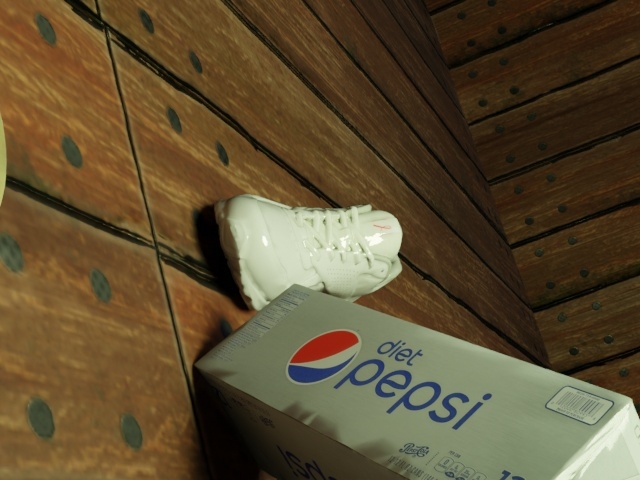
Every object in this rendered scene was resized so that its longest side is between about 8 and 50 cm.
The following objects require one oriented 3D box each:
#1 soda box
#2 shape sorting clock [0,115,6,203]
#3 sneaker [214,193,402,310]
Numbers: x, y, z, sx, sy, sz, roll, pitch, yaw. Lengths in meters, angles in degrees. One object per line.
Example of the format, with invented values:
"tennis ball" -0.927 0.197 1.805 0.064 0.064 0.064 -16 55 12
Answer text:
"soda box" 0.050 0.111 0.614 0.286 0.091 0.098 15 -41 55
"shape sorting clock" -0.193 -0.082 0.421 0.206 0.040 0.206 54 22 -34
"sneaker" 0.000 0.000 0.850 0.232 0.115 0.090 21 49 -70
